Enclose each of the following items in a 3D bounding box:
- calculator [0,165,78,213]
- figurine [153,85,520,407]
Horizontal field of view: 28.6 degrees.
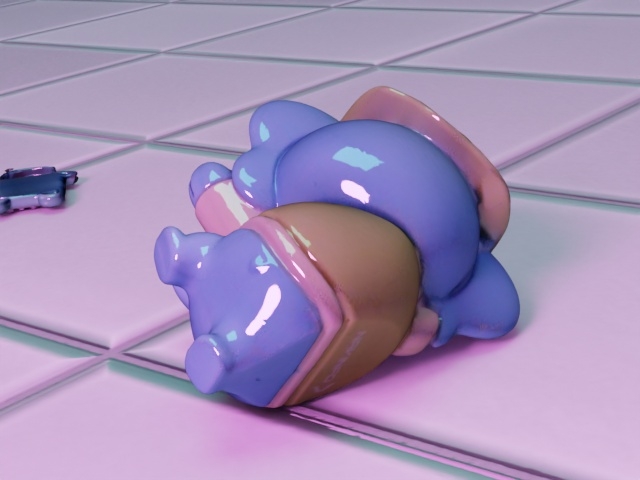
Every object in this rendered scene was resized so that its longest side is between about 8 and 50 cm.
[{"bbox_3d":[-0.269,-0.048,1.151,0.094,0.019,0.141,-8,17,-9],"label":"calculator"},{"bbox_3d":[0.002,-0.002,0.732,0.262,0.153,0.180,-17,33,-42],"label":"figurine"}]
